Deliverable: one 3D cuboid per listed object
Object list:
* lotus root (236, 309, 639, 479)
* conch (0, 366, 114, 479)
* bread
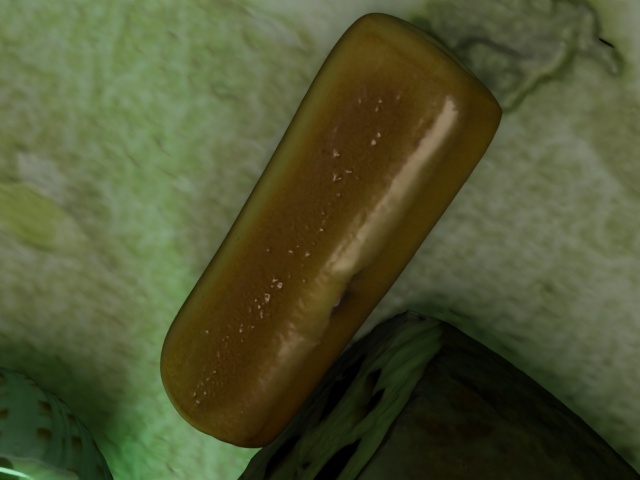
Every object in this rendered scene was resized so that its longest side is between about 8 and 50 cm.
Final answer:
[{"bbox_3d":[0.098,0.225,0.529,0.250,0.250,0.346,-39,101,20],"label":"lotus root"},{"bbox_3d":[-0.212,0.140,0.616,0.172,0.131,0.200,-29,141,-1],"label":"conch"},{"bbox_3d":[0.000,0.000,0.554,0.092,0.074,0.239,40,112,16],"label":"bread"}]
